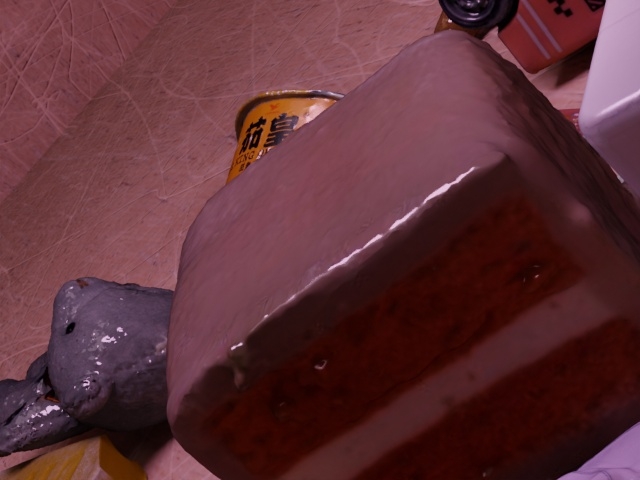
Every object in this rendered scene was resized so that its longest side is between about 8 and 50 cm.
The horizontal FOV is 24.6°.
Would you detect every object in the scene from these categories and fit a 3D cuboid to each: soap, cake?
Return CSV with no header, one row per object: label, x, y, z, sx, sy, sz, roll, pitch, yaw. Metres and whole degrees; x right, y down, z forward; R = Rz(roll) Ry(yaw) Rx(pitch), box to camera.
soap,-0.255,0.268,1.404,0.232,0.073,0.140,-24,33,44
cake,0.066,0.045,0.972,0.309,0.237,0.230,-39,25,14

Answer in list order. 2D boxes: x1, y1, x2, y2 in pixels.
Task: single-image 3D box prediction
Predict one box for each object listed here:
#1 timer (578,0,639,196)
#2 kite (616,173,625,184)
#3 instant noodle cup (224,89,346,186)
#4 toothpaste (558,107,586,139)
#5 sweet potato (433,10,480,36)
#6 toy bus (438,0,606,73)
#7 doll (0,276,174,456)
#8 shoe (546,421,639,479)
timer,0.289,-0.095,0.842,0.192,0.195,0.194,-29,26,39
kite,0.334,-0.164,1.140,0.368,0.014,0.406,-49,21,-3
instant noodle cup,0.000,0.000,1.238,0.216,0.216,0.172,-17,44,52
toothpaste,0.157,-0.078,1.280,0.234,0.057,0.089,10,70,57
sweet potato,0.200,-0.273,1.535,0.281,0.067,0.059,-42,-17,26
toy bus,0.153,-0.378,1.287,0.233,0.427,0.203,-26,20,36
doll,-0.249,0.118,1.499,0.340,0.158,0.246,-6,28,50
shoe,0.116,0.170,0.773,0.245,0.137,0.095,-52,26,-15
